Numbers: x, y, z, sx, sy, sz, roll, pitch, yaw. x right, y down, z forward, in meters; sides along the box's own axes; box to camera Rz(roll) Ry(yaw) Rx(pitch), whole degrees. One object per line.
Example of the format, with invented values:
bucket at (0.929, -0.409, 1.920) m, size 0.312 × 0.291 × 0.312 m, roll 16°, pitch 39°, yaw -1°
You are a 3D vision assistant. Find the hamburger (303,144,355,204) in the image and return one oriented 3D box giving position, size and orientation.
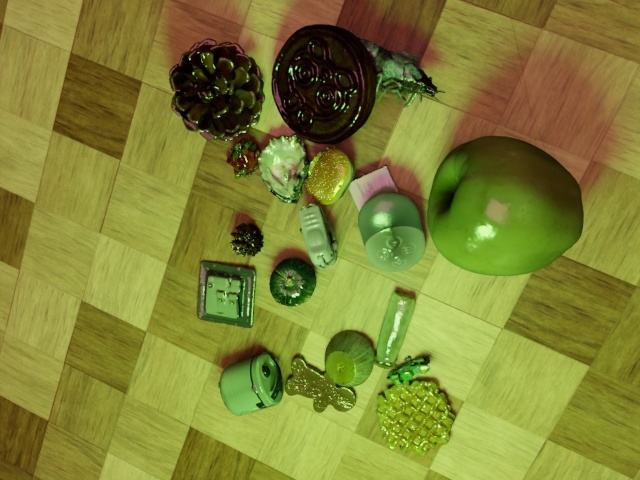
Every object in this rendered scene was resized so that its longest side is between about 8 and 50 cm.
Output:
hamburger at (0.031, -0.236, 1.792) m, size 0.173 × 0.116 × 0.210 m, roll 47°, pitch 114°, yaw 29°

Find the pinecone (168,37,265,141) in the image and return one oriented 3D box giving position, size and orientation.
pinecone at (-0.375, -0.529, 1.719) m, size 0.384 × 0.384 × 0.385 m, roll 2°, pitch 101°, yaw 12°

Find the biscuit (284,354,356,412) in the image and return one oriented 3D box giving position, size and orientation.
biscuit at (0.004, 0.603, 2.006) m, size 0.301 × 0.049 × 0.197 m, roll 21°, pitch 103°, yaw 8°

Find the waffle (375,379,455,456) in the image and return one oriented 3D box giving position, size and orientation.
waffle at (0.374, 0.698, 1.933) m, size 0.302 × 0.068 × 0.325 m, roll -15°, pitch 101°, yaw 13°

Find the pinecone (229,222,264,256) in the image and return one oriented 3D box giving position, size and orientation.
pinecone at (-0.291, 0.004, 1.915) m, size 0.120 × 0.140 × 0.140 m, roll -29°, pitch 93°, yaw 26°

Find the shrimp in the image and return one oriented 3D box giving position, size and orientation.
shrimp at (0.234, -0.584, 1.686) m, size 0.410 × 0.166 × 0.221 m, roll 36°, pitch 80°, yaw -1°

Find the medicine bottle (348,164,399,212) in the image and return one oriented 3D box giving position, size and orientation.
medicine bottle at (0.208, -0.157, 1.820) m, size 0.171 × 0.052 × 0.201 m, roll -24°, pitch 95°, yaw 15°

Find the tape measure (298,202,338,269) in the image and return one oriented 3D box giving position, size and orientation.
tape measure at (0.000, 0.000, 1.819) m, size 0.120 × 0.197 × 0.236 m, roll -16°, pitch 76°, yaw 10°

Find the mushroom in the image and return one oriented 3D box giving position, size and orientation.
mushroom at (0.282, 0.350, 1.887) m, size 0.099 × 0.081 × 0.312 m, roll 16°, pitch 99°, yaw 7°

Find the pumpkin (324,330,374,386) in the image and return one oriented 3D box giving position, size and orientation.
pumpkin at (0.092, 0.462, 1.893) m, size 0.217 × 0.110 × 0.218 m, roll -3°, pitch 82°, yaw 25°

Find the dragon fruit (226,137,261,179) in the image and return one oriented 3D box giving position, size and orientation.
dragon fruit at (-0.298, -0.328, 1.875) m, size 0.138 × 0.175 × 0.142 m, roll 1°, pitch 70°, yaw 2°

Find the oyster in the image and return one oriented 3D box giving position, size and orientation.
oyster at (-0.127, -0.265, 1.855) m, size 0.198 × 0.092 × 0.260 m, roll -15°, pitch 91°, yaw 16°

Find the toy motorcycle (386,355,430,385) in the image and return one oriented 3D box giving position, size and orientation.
toy motorcycle at (0.335, 0.503, 1.887) m, size 0.190 × 0.106 × 0.074 m, roll -30°, pitch 94°, yaw 17°

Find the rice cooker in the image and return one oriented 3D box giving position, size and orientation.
rice cooker at (-0.266, 0.578, 1.980) m, size 0.244 × 0.226 × 0.226 m, roll -25°, pitch 94°, yaw 17°

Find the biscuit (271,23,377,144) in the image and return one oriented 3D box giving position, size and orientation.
biscuit at (-0.002, -0.535, 1.706) m, size 0.407 × 0.091 × 0.408 m, roll 14°, pitch 118°, yaw 27°

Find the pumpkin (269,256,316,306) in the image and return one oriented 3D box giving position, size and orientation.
pumpkin at (-0.107, 0.163, 1.898) m, size 0.190 × 0.146 × 0.190 m, roll 3°, pitch 103°, yaw 12°

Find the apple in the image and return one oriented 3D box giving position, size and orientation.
apple at (0.570, -0.101, 1.554) m, size 0.473 × 0.473 × 0.474 m, roll 2°, pitch 101°, yaw 12°

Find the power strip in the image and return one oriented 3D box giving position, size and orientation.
power strip at (-0.393, 0.227, 2.000) m, size 0.256 × 0.092 × 0.251 m, roll 7°, pitch 105°, yaw 15°

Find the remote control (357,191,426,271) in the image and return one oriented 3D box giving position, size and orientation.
remote control at (0.259, -0.026, 1.772) m, size 0.221 × 0.103 × 0.332 m, roll -14°, pitch 119°, yaw 8°
